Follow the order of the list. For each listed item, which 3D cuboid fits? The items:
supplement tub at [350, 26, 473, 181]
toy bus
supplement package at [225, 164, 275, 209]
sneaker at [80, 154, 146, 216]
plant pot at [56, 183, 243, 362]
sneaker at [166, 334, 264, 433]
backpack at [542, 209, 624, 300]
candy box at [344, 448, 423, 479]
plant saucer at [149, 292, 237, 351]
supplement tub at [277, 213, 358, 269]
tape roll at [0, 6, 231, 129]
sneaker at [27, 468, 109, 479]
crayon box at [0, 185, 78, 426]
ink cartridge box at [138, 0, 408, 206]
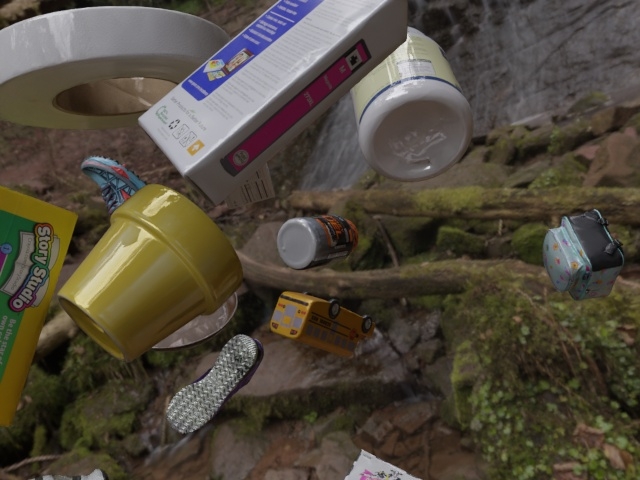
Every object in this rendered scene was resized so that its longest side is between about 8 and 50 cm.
[{"bbox_3d":[0.188,-0.311,1.208,0.235,0.235,0.325,-22,42,17],"label":"supplement tub"},{"bbox_3d":[0.018,0.224,1.452,0.108,0.130,0.332,11,-13,37],"label":"toy bus"},{"bbox_3d":[-0.241,-0.262,1.556,0.145,0.262,0.204,-17,-30,-2],"label":"supplement package"},{"bbox_3d":[-0.462,-0.093,1.288,0.125,0.261,0.104,-59,13,-24],"label":"sneaker"},{"bbox_3d":[-0.305,0.070,0.953,0.254,0.254,0.239,-12,30,53],"label":"plant pot"},{"bbox_3d":[-0.242,0.357,1.350,0.293,0.102,0.146,-45,-15,2],"label":"sneaker"},{"bbox_3d":[0.602,0.049,1.265,0.144,0.188,0.166,-19,49,8],"label":"backpack"},{"bbox_3d":[0.118,0.590,1.203,0.164,0.070,0.196,18,44,26],"label":"candy box"},{"bbox_3d":[-0.366,0.186,1.400,0.310,0.050,0.311,-1,30,1],"label":"plant saucer"},{"bbox_3d":[0.000,0.000,1.253,0.117,0.117,0.190,-18,-5,35],"label":"supplement tub"},{"bbox_3d":[-0.329,-0.260,0.882,0.391,0.072,0.392,-10,1,0],"label":"tape roll"},{"bbox_3d":[-0.460,0.587,0.803,0.257,0.448,0.169,6,-26,-25],"label":"sneaker"},{"bbox_3d":[-0.592,0.076,0.840,0.106,0.363,0.313,-8,-25,43],"label":"crayon box"},{"bbox_3d":[-0.034,-0.212,0.637,0.371,0.069,0.176,-43,44,-3],"label":"ink cartridge box"}]
